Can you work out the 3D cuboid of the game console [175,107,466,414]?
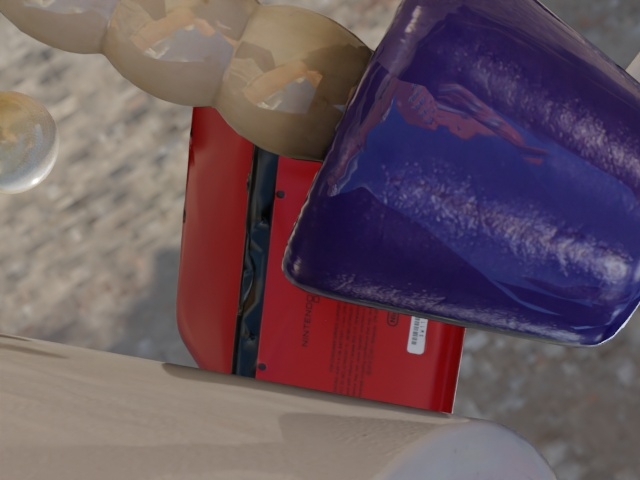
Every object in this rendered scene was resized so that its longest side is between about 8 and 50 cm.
[{"bbox_3d":[0.000,0.000,0.737,0.085,0.124,0.144,-68,166,-63],"label":"game console"}]

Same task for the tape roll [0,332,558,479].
[{"bbox_3d":[-0.060,0.143,0.397,0.169,0.246,0.246,8,-179,24],"label":"tape roll"}]

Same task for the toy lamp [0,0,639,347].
[{"bbox_3d":[-0.056,-0.058,0.392,0.080,0.275,0.080,-63,180,0],"label":"toy lamp"}]

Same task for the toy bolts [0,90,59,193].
[{"bbox_3d":[-0.219,-0.118,1.068,0.218,0.158,0.228,-68,170,-60],"label":"toy bolts"}]

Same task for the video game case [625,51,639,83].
[{"bbox_3d":[0.218,-0.046,0.819,0.190,0.173,0.022,-50,177,-24],"label":"video game case"}]
